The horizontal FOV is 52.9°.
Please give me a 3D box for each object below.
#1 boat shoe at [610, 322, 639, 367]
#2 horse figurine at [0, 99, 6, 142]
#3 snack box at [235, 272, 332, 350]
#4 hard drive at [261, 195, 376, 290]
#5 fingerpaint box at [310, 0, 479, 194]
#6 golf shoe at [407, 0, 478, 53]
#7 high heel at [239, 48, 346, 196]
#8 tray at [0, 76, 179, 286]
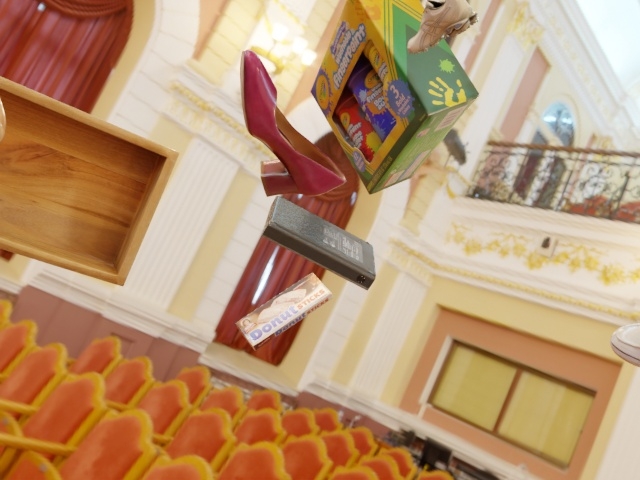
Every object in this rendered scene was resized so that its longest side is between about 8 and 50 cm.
[{"bbox_3d":[0.510,0.138,0.908,0.226,0.083,0.075,1,-50,57],"label":"boat shoe"},{"bbox_3d":[-0.363,-0.127,0.591,0.263,0.174,0.066,52,19,13],"label":"horse figurine"},{"bbox_3d":[-0.067,0.131,1.206,0.064,0.178,0.022,46,-20,33],"label":"snack box"},{"bbox_3d":[0.000,0.000,0.747,0.135,0.022,0.094,28,22,-10],"label":"hard drive"},{"bbox_3d":[0.165,-0.386,1.689,0.370,0.163,0.445,62,-22,11],"label":"fingerpaint box"},{"bbox_3d":[0.221,-0.423,1.241,0.086,0.069,0.176,54,-31,-14],"label":"golf shoe"},{"bbox_3d":[-0.053,-0.234,1.302,0.182,0.127,0.377,-8,-35,2],"label":"high heel"},{"bbox_3d":[-0.416,-0.104,0.822,0.411,0.202,0.076,22,3,-26],"label":"tray"}]
